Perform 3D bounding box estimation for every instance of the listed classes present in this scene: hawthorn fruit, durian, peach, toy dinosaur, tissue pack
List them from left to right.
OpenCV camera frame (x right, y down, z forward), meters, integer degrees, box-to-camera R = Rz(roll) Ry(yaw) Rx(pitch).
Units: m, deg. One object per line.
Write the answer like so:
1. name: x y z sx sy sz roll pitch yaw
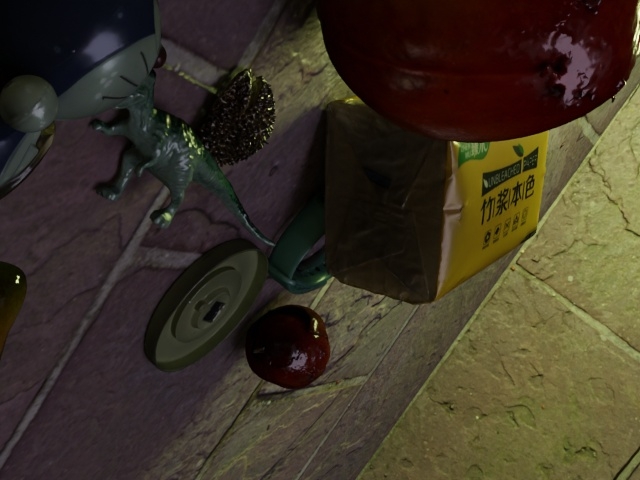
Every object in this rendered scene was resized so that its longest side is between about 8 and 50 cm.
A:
1. toy dinosaur: -0.172 -0.058 1.008 0.129 0.076 0.383 -37 152 -4
2. durian: -0.101 -0.132 1.054 0.140 0.071 0.110 -42 157 -11
3. hawthorn fruit: -0.064 0.184 1.524 0.172 0.148 0.148 3 123 -50
4. tissue pack: 0.194 -0.104 1.393 0.382 0.228 0.293 -24 122 -49
5. peach: 0.186 -0.271 1.022 0.370 0.370 0.370 -42 156 -24

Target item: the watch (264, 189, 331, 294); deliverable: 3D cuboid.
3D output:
1. watch: 0.000 0.000 1.470 0.237 0.068 0.195 -26 149 -55

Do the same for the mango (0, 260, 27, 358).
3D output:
1. mango: -0.374 0.129 0.852 0.268 0.111 0.133 -57 157 5

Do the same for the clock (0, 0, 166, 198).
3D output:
1. clock: -0.229 -0.132 0.680 0.243 0.199 0.146 -47 120 -4

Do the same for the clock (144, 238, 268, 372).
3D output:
1. clock: -0.167 0.101 1.333 0.235 0.029 0.235 -42 156 -23
